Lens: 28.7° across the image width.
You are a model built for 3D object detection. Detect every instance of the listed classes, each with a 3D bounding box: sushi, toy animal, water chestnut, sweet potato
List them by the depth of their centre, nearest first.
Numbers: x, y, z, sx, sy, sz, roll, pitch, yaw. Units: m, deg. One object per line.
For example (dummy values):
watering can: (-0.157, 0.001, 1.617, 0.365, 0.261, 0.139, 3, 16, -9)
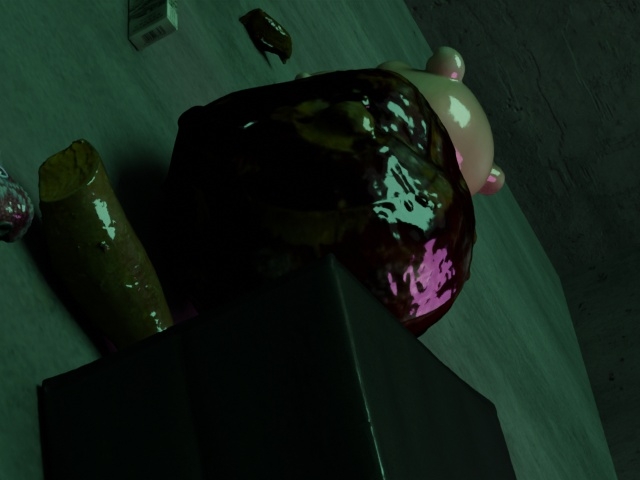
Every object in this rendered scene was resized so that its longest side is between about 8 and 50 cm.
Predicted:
sweet potato: (-0.168, 0.040, 1.013, 0.077, 0.077, 0.244, -71, 142, -68)
water chestnut: (0.000, 0.000, 1.255, 0.335, 0.335, 0.347, -87, 178, -59)
toy animal: (0.099, -0.158, 1.734, 0.345, 0.247, 0.277, 50, -9, -32)
sushi: (-0.078, -0.307, 1.868, 0.099, 0.047, 0.050, 42, 11, -17)

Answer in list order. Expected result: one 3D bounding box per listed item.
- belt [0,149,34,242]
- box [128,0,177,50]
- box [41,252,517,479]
belt: (-0.265, -0.096, 0.894, 0.232, 0.071, 0.053, 69, 8, 26)
box: (-0.189, -0.256, 1.410, 0.024, 0.054, 0.083, 49, 22, -39)
box: (-0.004, 0.203, 0.948, 0.345, 0.251, 0.205, 45, 25, -52)
